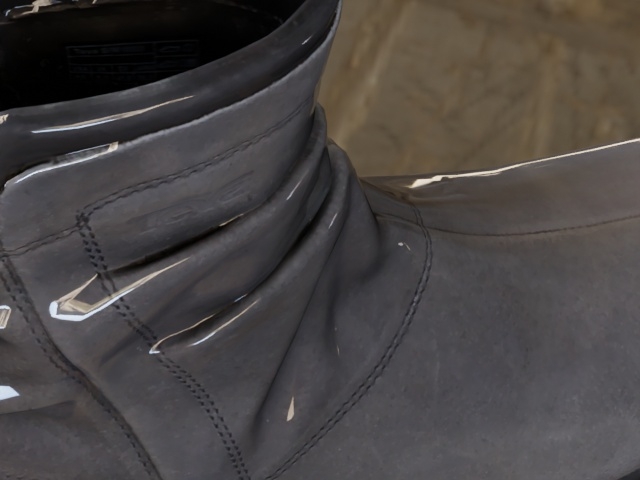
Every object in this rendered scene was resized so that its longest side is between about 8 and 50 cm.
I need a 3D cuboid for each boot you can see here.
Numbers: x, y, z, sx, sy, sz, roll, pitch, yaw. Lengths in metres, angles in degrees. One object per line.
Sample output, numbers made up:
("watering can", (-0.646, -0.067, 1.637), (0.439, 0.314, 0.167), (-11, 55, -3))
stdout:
("boot", (0.000, 0.000, 0.533), (0.338, 0.222, 0.118), (-20, -125, -15))
